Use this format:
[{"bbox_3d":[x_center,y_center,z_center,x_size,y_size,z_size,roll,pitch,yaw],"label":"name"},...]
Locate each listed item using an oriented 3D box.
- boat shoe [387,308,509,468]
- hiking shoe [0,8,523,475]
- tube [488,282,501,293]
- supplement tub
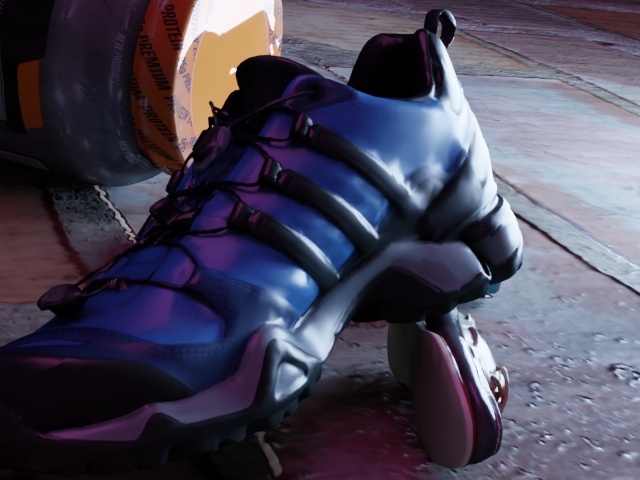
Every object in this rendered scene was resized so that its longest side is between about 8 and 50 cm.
[{"bbox_3d":[0.062,0.061,0.554,0.043,0.049,0.137,7,14,-9],"label":"boat shoe"},{"bbox_3d":[-0.035,-0.005,0.514,0.113,0.132,0.304,-6,13,41],"label":"hiking shoe"},{"bbox_3d":[0.000,0.000,0.711,0.207,0.052,0.080,3,14,1],"label":"tube"},{"bbox_3d":[-0.198,-0.148,0.831,0.316,0.194,0.193,14,20,19],"label":"supplement tub"}]
